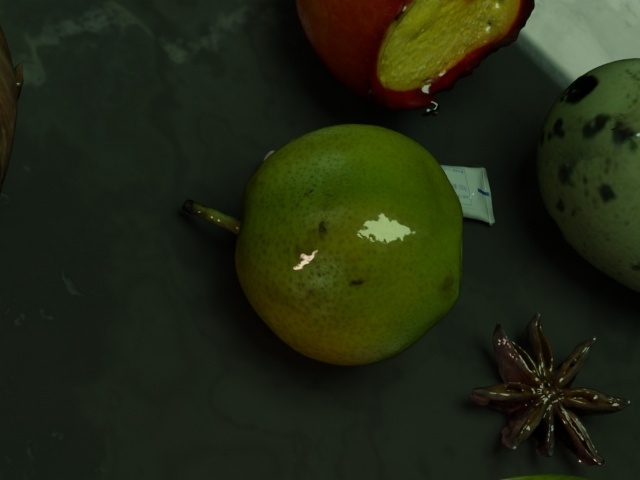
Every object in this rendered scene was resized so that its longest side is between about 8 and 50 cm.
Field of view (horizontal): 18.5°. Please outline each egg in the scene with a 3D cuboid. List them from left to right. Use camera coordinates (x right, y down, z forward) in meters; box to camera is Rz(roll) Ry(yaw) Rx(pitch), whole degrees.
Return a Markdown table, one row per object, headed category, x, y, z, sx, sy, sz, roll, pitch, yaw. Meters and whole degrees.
| category | x | y | z | sx | sy | sz | roll | pitch | yaw |
| --- | --- | --- | --- | --- | --- | --- | --- | --- | --- |
| egg | 0.281 | -0.045 | 1.630 | 0.228 | 0.177 | 0.177 | 50 | 49 | -13 |

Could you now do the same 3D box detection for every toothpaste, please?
| category | x | y | z | sx | sy | sz | roll | pitch | yaw |
| --- | --- | --- | --- | --- | --- | --- | --- | --- | --- |
| toothpaste | 0.052 | -0.047 | 1.586 | 0.218 | 0.033 | 0.052 | 6 | 65 | -32 |

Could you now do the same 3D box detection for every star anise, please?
| category | x | y | z | sx | sy | sz | roll | pitch | yaw |
| --- | --- | --- | --- | --- | --- | --- | --- | --- | --- |
| star anise | 0.178 | 0.121 | 1.558 | 0.141 | 0.042 | 0.141 | 12 | 60 | -22 |

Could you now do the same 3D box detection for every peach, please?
| category | x | y | z | sx | sy | sz | roll | pitch | yaw |
| --- | --- | --- | --- | --- | --- | --- | --- | --- | --- |
| peach | 0.082 | -0.208 | 1.592 | 0.196 | 0.190 | 0.226 | 31 | 45 | -26 |

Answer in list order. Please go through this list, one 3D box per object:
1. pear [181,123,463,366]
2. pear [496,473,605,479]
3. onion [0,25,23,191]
| category | x | y | z | sx | sy | sz | roll | pitch | yaw |
| --- | --- | --- | --- | --- | --- | --- | --- | --- | --- |
| pear | 0.000 | 0.000 | 1.455 | 0.216 | 0.166 | 0.180 | 7 | 70 | 2 |
| pear | 0.164 | 0.276 | 1.337 | 0.159 | 0.292 | 0.292 | 29 | 52 | -26 |
| onion | -0.354 | -0.078 | 1.204 | 0.353 | 0.353 | 0.354 | 15 | 58 | -24 |
